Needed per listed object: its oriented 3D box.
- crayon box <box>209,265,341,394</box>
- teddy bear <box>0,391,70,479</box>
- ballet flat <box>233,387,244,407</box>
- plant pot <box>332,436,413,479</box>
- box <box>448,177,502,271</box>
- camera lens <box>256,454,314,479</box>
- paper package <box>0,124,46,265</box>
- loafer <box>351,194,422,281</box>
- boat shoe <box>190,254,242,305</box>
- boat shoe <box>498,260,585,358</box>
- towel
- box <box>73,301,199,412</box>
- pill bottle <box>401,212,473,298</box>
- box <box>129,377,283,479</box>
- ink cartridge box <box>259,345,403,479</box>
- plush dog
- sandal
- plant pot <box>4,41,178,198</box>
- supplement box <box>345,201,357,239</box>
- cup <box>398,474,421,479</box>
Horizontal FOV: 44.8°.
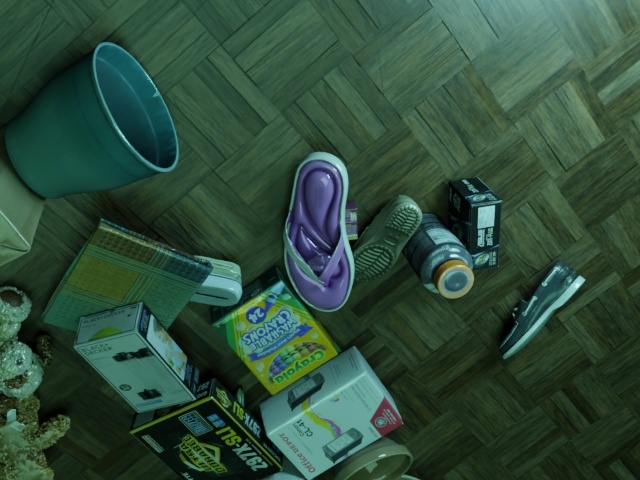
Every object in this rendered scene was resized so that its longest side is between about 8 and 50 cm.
[{"bbox_3d":[-0.101,0.246,1.940,0.203,0.083,0.323,-33,119,5],"label":"crayon box"},{"bbox_3d":[-0.747,0.449,1.891,0.245,0.113,0.338,-29,112,-6],"label":"teddy bear"},{"bbox_3d":[-0.222,0.460,2.038,0.052,0.057,0.168,-2,117,-1],"label":"ballet flat"},{"bbox_3d":[0.127,0.610,2.143,0.237,0.109,0.237,-18,141,-15],"label":"plant pot"},{"bbox_3d":[0.368,-0.040,1.869,0.077,0.147,0.180,-9,119,-9],"label":"box"},{"bbox_3d":[-0.104,0.728,2.072,0.219,0.274,0.219,-7,120,-12],"label":"camera lens"},{"bbox_3d":[-0.711,-0.047,1.510,0.309,0.325,0.168,-28,119,3],"label":"paper package"},{"bbox_3d":[0.153,-0.005,1.871,0.102,0.092,0.268,32,122,-14],"label":"loafer"},{"bbox_3d":[-0.328,0.077,1.795,0.302,0.094,0.109,16,135,-15],"label":"boat shoe"},{"bbox_3d":[0.569,0.186,2.067,0.302,0.091,0.114,-49,160,12],"label":"boat shoe"},{"bbox_3d":[-0.438,0.114,1.744,0.271,0.040,0.370,23,131,-23],"label":"towel"},{"bbox_3d":[-0.424,0.279,1.820,0.169,0.087,0.290,-14,133,13],"label":"box"},{"bbox_3d":[0.276,0.040,1.831,0.130,0.245,0.130,-5,118,-10],"label":"pill bottle"},{"bbox_3d":[-0.286,0.519,2.005,0.257,0.079,0.322,-27,120,17],"label":"box"},{"bbox_3d":[0.029,0.459,2.053,0.306,0.131,0.226,-34,119,3],"label":"ink cartridge box"},{"bbox_3d":[-0.729,0.269,1.746,0.210,0.262,0.225,-29,112,40],"label":"plush dog"},{"bbox_3d":[-0.015,0.000,1.798,0.169,0.102,0.416,3,118,12],"label":"sandal"},{"bbox_3d":[-0.463,-0.210,1.532,0.255,0.271,0.271,-23,120,14],"label":"plant pot"},{"bbox_3d":[0.058,-0.045,1.851,0.055,0.043,0.083,-6,118,-9],"label":"supplement box"},{"bbox_3d":[0.217,0.872,2.233,0.331,0.331,0.237,-16,144,-5],"label":"cup"}]
